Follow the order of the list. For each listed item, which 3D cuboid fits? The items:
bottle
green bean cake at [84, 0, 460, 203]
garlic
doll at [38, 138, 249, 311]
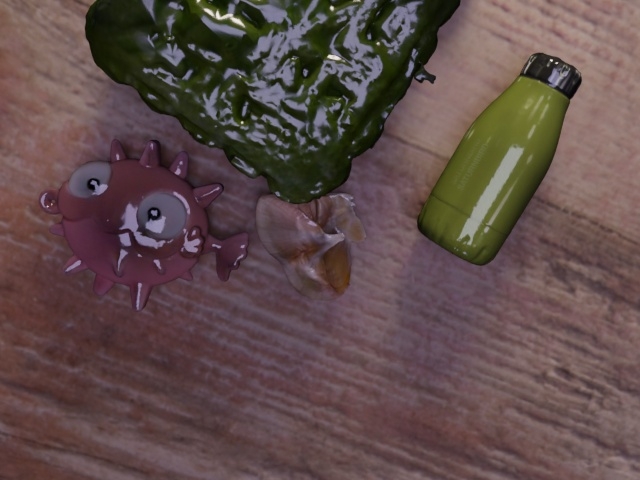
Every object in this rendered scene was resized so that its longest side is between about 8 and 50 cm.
[{"bbox_3d":[0.226,-0.102,0.781,0.112,0.112,0.260,27,101,-9],"label":"bottle"},{"bbox_3d":[-0.044,-0.234,0.682,0.335,0.218,0.319,31,101,-8],"label":"green bean cake"},{"bbox_3d":[-0.011,0.006,0.801,0.124,0.099,0.174,-11,118,19],"label":"garlic"},{"bbox_3d":[-0.219,-0.018,0.788,0.262,0.093,0.211,23,95,-6],"label":"doll"}]
